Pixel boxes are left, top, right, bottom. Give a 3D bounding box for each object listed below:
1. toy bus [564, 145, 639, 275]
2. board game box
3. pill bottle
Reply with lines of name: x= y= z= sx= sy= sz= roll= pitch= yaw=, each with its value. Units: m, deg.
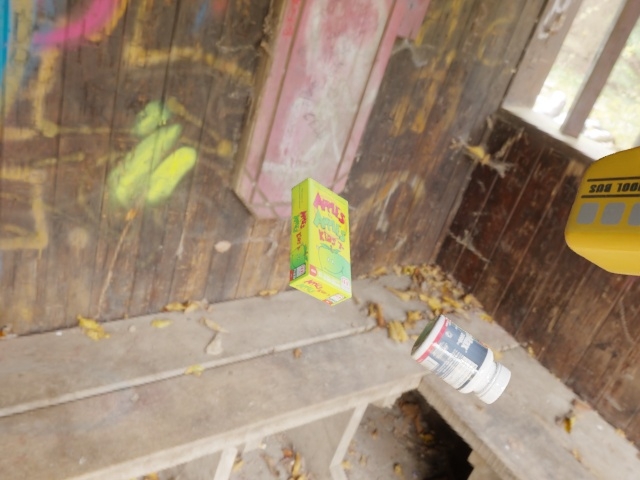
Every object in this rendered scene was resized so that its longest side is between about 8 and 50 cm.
toy bus: x=0.398 y=-0.030 z=0.577 sx=0.108 sy=0.130 sz=0.332 roll=27 pitch=-9 yaw=-24
board game box: x=0.000 y=0.000 z=0.981 sx=0.092 sy=0.043 sz=0.181 roll=29 pitch=46 yaw=-36
pill bottle: x=0.281 y=0.240 z=1.257 sx=0.180 sy=0.108 sz=0.108 roll=35 pitch=30 yaw=3
